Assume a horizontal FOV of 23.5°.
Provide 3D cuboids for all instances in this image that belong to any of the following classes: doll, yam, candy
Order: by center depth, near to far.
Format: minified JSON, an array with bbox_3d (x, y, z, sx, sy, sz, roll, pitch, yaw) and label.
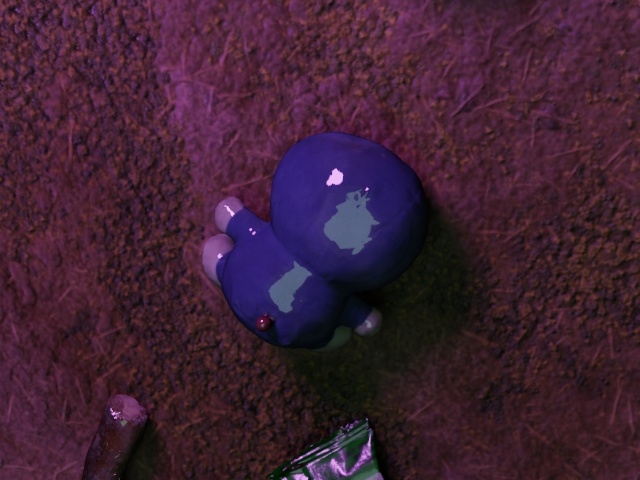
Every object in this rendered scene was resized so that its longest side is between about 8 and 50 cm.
[{"bbox_3d":[0.000,0.000,1.685,0.228,0.154,0.258,38,106,0],"label":"doll"},{"bbox_3d":[0.036,0.326,1.827,0.141,0.078,0.203,-24,109,18],"label":"candy"},{"bbox_3d":[-0.270,0.307,1.887,0.061,0.061,0.252,21,112,2],"label":"yam"}]
